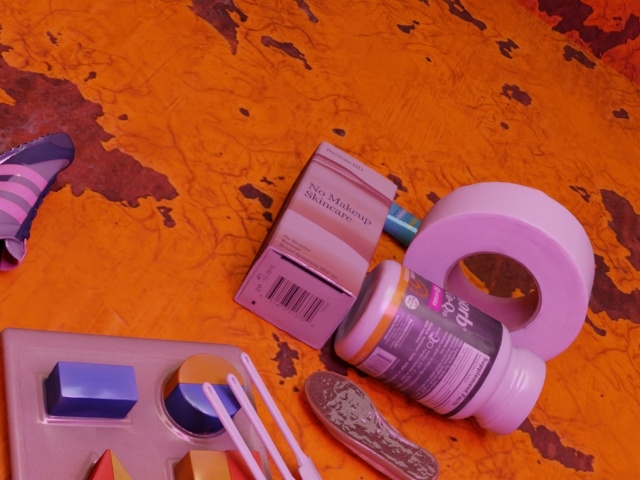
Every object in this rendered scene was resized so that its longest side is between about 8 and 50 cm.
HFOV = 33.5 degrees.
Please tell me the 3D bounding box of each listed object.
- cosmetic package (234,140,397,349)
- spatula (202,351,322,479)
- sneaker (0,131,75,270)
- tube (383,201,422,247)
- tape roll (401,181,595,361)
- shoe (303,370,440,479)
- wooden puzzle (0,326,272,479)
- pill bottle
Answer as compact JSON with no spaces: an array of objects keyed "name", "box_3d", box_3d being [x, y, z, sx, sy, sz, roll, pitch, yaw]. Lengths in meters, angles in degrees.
[{"name":"cosmetic package","box_3d":[0.000,0.000,1.595,0.153,0.129,0.296,30,37,-6]},{"name":"spatula","box_3d":[-0.054,0.255,1.273,0.242,0.019,0.168,61,21,0]},{"name":"sneaker","box_3d":[-0.405,-0.031,1.357,0.131,0.112,0.319,53,40,-6]},{"name":"tube","box_3d":[0.131,-0.031,1.802,0.207,0.052,0.080,35,30,8]},{"name":"tape roll","box_3d":[0.269,0.057,1.617,0.286,0.286,0.100,34,36,-2]},{"name":"shoe","box_3d":[0.061,0.262,1.433,0.219,0.058,0.076,40,57,11]},{"name":"wooden puzzle","box_3d":[-0.194,0.236,1.235,0.322,0.080,0.348,8,45,-32]},{"name":"pill bottle","box_3d":[0.172,0.159,1.532,0.278,0.162,0.162,30,38,-8]}]
